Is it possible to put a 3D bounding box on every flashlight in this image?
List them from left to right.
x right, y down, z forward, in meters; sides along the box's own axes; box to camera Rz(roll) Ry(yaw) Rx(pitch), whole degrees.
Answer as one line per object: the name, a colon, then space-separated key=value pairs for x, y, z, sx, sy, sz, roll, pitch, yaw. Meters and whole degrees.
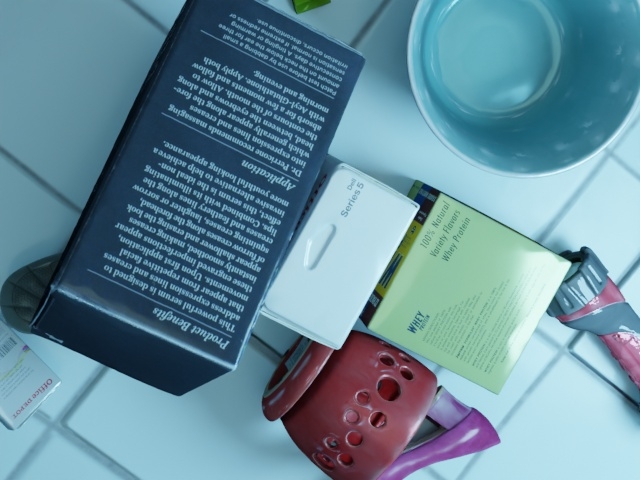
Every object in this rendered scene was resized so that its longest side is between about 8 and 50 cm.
flashlight: x=0.413 y=0.150 z=1.820 sx=0.103 sy=0.103 sz=0.304 roll=-32 pitch=105 yaw=24

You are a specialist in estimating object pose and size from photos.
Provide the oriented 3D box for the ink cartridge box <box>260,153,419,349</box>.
ink cartridge box: x=0.000 y=0.000 z=1.637 sx=0.115 sy=0.273 sz=0.198 roll=28 pitch=94 yaw=-12

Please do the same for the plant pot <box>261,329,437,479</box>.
plant pot: x=0.029 y=0.203 z=1.721 sx=0.174 sy=0.191 sz=0.191 roll=35 pitch=92 yaw=-6

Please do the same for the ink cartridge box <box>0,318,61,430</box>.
ink cartridge box: x=-0.406 y=0.170 z=1.696 sx=0.122 sy=0.052 sz=0.088 roll=48 pitch=67 yaw=-12

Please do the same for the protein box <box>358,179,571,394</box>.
protein box: x=0.179 y=0.058 z=1.746 sx=0.201 sy=0.136 sz=0.199 roll=27 pitch=94 yaw=-13

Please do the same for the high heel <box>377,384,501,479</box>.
high heel: x=0.134 y=0.322 z=1.810 sx=0.117 sy=0.082 sz=0.244 roll=41 pitch=78 yaw=-3

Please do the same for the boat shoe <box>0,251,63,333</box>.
boat shoe: x=-0.249 y=0.042 z=1.701 sx=0.320 sy=0.103 sz=0.118 roll=-21 pitch=85 yaw=-11

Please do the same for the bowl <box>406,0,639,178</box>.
bowl: x=0.244 y=-0.240 z=1.696 sx=0.312 sy=0.163 sz=0.311 roll=-1 pitch=98 yaw=-9

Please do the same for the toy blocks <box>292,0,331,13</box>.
toy blocks: x=-0.072 y=-0.448 z=1.560 sx=0.191 sy=0.261 sz=0.381 roll=-20 pitch=102 yaw=-6

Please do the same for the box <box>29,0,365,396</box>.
box: x=-0.149 y=-0.050 z=1.531 sx=0.212 sy=0.293 sz=0.395 roll=26 pitch=72 yaw=-11
